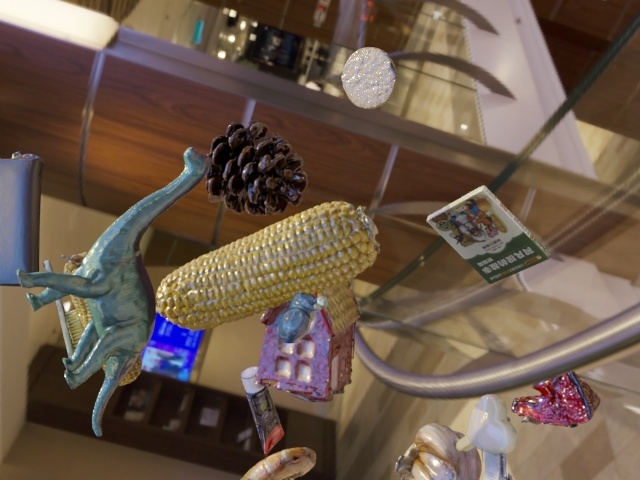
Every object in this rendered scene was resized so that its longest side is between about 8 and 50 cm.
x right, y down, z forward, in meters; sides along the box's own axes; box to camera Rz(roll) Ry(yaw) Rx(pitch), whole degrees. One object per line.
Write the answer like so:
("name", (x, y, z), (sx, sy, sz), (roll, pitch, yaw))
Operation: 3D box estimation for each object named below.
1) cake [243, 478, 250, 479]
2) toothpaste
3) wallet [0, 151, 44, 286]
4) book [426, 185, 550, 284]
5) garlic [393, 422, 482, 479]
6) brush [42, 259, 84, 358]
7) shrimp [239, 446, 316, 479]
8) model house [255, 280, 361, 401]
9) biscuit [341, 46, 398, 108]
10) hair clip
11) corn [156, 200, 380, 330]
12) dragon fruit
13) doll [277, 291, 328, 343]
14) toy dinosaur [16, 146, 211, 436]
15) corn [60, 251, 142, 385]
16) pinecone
("cake", (-0.217, 0.506, 1.238), (0.090, 0.225, 0.109), (106, 150, -84))
("toothpaste", (-0.119, 0.356, 1.486), (0.071, 0.045, 0.194), (-39, -59, -47))
("wallet", (-0.585, -0.039, 1.296), (0.044, 0.149, 0.250), (70, -161, -86))
("book", (0.436, -0.009, 1.841), (0.202, 0.264, 0.027), (-32, 21, 44))
("garlic", (0.259, 0.555, 1.657), (0.256, 0.207, 0.207), (-44, -20, -50))
("brush", (-0.531, 0.153, 1.503), (0.068, 0.060, 0.297), (97, 150, -54))
("shrimp", (-0.124, 0.560, 1.643), (0.287, 0.152, 0.063), (-40, 57, 22))
("model house", (-0.017, 0.165, 1.393), (0.196, 0.160, 0.254), (-8, -77, -70))
("biscuit", (0.094, -0.314, 1.368), (0.015, 0.120, 0.120), (-25, -41, -58))
("hair clip", (0.350, 0.425, 1.466), (0.159, 0.071, 0.219), (1, 95, 56))
("corn", (-0.085, 0.048, 1.196), (0.144, 0.387, 0.144), (-23, -90, -81))
("dragon fruit", (0.521, 0.374, 1.596), (0.192, 0.122, 0.092), (-15, 35, 35))
("doll", (-0.033, 0.119, 1.062), (0.083, 0.050, 0.076), (-58, 1, -34))
("toy dinosaur", (-0.269, 0.083, 1.110), (0.129, 0.330, 0.384), (33, 144, 56))
("corn", (-0.423, 0.149, 1.402), (0.101, 0.101, 0.310), (-85, -17, -61))
("pinecone", (-0.159, -0.174, 1.764), (0.244, 0.309, 0.244), (-34, -42, -37))
